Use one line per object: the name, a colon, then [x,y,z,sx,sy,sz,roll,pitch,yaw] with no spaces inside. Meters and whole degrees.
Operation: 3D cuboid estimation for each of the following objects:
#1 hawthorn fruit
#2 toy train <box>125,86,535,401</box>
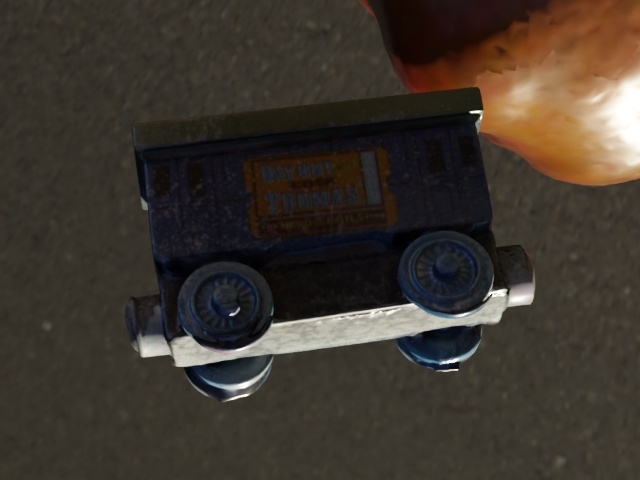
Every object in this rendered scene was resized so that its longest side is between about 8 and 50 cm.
hawthorn fruit: [0.248,-0.302,1.565,0.472,0.472,0.471,10,132,11]
toy train: [0.000,0.000,1.304,0.300,0.202,0.131,-7,154,-5]
